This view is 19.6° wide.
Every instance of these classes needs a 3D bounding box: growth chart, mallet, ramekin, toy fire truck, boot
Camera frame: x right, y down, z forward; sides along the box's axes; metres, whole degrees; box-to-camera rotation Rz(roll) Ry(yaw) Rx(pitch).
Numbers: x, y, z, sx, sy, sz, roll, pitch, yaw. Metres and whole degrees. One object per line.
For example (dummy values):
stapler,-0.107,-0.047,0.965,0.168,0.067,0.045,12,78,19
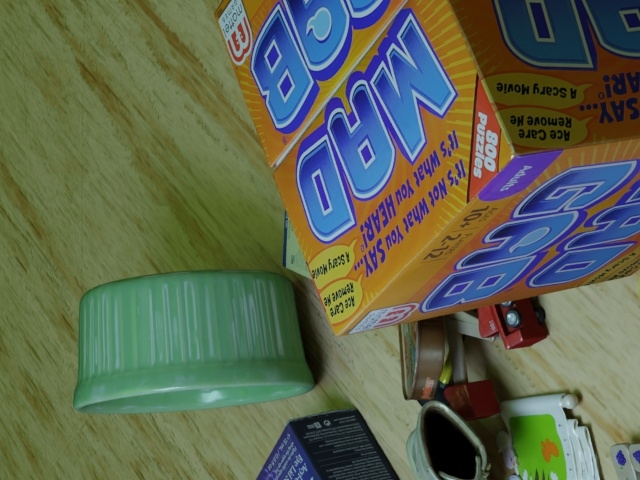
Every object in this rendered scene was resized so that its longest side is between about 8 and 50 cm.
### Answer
growth chart,0.253,0.276,1.992,0.172,0.021,0.237,-31,70,55
mallet,0.149,0.114,2.105,0.062,0.039,0.189,38,121,49
ramekin,-0.165,0.129,2.339,0.303,0.303,0.148,-20,73,55
toy fire truck,0.176,0.088,2.020,0.135,0.047,0.192,-32,71,42
boot,0.159,0.282,2.014,0.165,0.077,0.213,92,152,-72

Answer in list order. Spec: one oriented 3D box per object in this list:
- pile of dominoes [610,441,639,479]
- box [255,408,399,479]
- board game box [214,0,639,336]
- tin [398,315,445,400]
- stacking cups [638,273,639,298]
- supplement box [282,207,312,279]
pile of dominoes,0.364,0.316,1.792,0.196,0.040,0.251,-19,87,59
box,0.022,0.335,2.265,0.207,0.108,0.153,58,138,32
board game box,0.172,-0.169,1.699,0.356,0.357,0.356,-49,57,54
tin,0.112,0.096,2.077,0.189,0.040,0.106,-91,12,-45
stacking cups,0.429,0.066,1.639,0.316,0.096,0.096,18,111,50
supplement box,0.000,0.000,2.275,0.083,0.056,0.083,22,115,52
